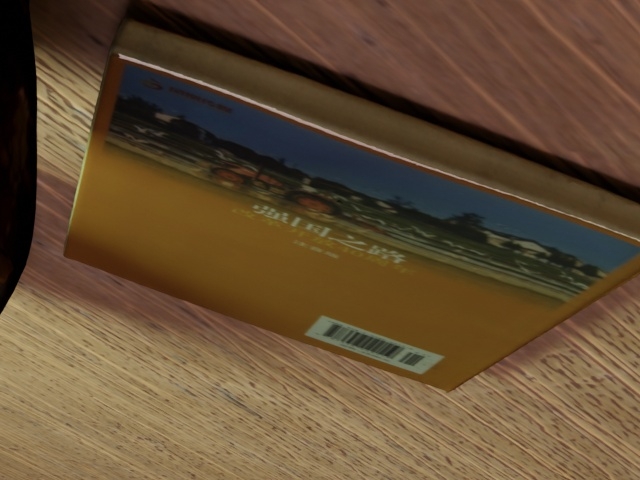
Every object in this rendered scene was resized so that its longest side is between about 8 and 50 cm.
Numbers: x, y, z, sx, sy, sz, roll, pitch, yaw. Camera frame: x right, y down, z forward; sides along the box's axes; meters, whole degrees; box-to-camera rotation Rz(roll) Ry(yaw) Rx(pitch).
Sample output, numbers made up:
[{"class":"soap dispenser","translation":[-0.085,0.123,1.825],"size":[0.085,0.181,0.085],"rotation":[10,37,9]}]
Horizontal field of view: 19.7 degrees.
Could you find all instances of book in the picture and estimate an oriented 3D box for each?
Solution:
[{"class":"book","translation":[0.000,0.000,0.967],"size":[0.263,0.028,0.374],"rotation":[21,163,-6]}]

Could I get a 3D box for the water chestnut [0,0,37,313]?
[{"class":"water chestnut","translation":[-0.286,-0.011,0.733],"size":[0.335,0.347,0.335],"rotation":[15,152,8]}]
